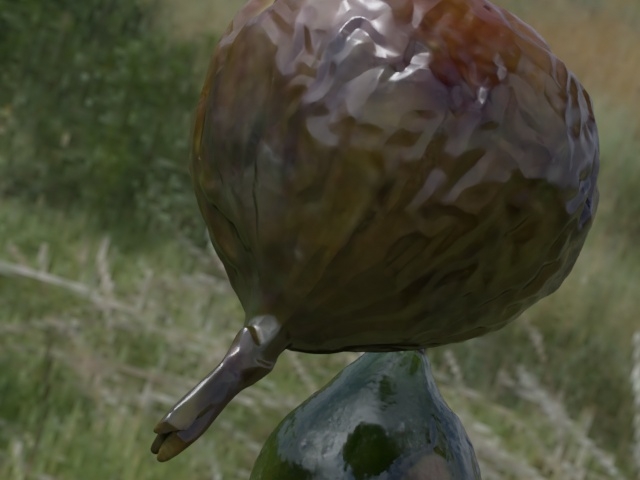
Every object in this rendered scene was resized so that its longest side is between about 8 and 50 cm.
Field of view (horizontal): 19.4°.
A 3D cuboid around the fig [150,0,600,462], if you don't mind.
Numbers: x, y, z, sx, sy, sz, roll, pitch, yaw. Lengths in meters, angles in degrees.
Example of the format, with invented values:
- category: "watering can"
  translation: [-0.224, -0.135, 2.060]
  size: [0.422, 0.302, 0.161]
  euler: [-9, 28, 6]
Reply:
- category: "fig"
  translation: [0.000, 0.000, 1.220]
  size: [0.286, 0.369, 0.286]
  euler: [35, -19, 14]

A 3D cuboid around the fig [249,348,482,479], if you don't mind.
- category: "fig"
  translation: [0.042, 0.183, 1.489]
  size: [0.195, 0.245, 0.195]
  euler: [8, -18, 3]
